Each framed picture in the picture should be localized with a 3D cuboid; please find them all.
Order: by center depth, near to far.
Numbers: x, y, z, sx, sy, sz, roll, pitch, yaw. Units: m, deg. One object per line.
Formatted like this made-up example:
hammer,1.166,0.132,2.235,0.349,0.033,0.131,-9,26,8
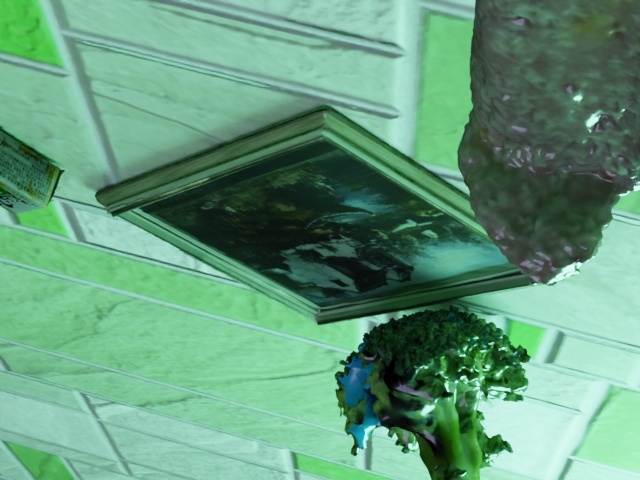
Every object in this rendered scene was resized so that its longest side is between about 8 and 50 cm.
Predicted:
framed picture,0.000,0.000,1.010,0.232,0.019,0.296,30,155,-28

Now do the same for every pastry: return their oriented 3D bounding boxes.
pastry,0.112,-0.099,0.582,0.102,0.112,0.265,26,148,12

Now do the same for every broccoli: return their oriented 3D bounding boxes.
broccoli,0.087,0.129,1.061,0.154,0.160,0.167,7,149,-22

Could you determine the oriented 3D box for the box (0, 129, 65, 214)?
box,-0.274,-0.082,0.992,0.050,0.041,0.207,-9,146,43
